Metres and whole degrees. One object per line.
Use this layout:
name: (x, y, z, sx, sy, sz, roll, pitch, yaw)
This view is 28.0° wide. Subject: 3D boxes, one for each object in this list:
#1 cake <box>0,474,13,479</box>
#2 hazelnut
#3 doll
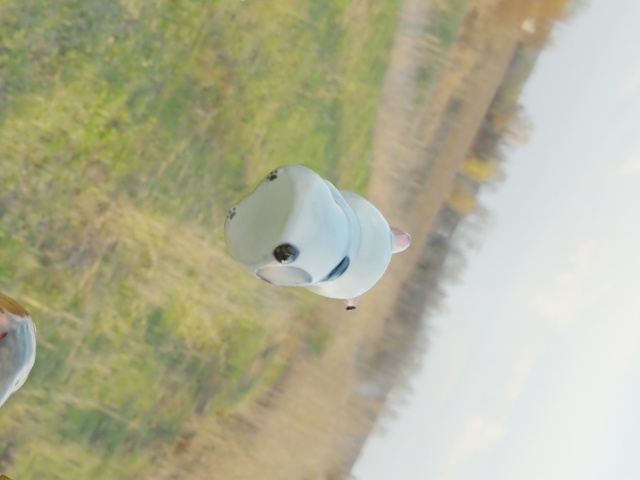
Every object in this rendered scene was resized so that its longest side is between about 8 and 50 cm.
cake: (-0.235, 0.224, 1.030, 0.044, 0.084, 0.084, -62, 174, -16)
hazelnut: (-0.355, 0.108, 1.242, 0.150, 0.150, 0.150, -63, 175, -11)
doll: (-0.005, -0.003, 1.189, 0.110, 0.107, 0.180, -42, 153, 20)
